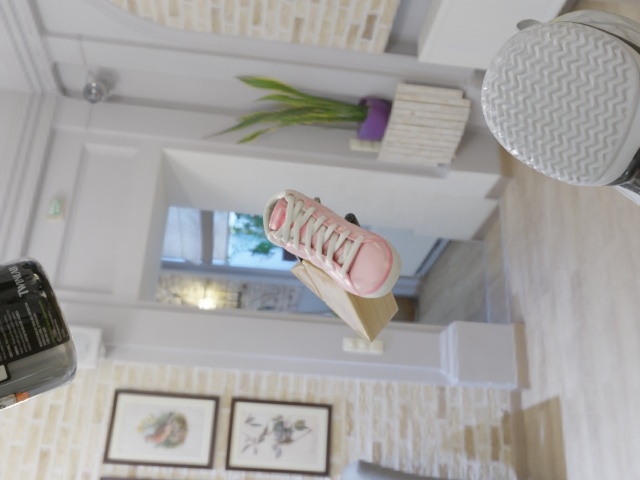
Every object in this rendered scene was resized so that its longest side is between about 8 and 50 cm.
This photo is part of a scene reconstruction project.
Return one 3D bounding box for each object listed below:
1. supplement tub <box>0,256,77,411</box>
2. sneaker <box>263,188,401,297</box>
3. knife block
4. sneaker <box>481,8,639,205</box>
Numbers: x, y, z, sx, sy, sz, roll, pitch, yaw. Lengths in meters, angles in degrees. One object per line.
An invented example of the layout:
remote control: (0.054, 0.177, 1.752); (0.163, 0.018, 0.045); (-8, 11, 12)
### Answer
supplement tub: (-0.301, 0.093, 0.535); (0.117, 0.190, 0.117); (38, 138, 45)
sneaker: (0.000, 0.000, 0.526); (0.134, 0.070, 0.051); (38, 104, 51)
knife block: (0.052, 0.053, 1.158); (0.088, 0.276, 0.242); (-49, 9, -17)
sneaker: (0.310, -0.085, 0.585); (0.137, 0.366, 0.210); (-59, 2, 32)
